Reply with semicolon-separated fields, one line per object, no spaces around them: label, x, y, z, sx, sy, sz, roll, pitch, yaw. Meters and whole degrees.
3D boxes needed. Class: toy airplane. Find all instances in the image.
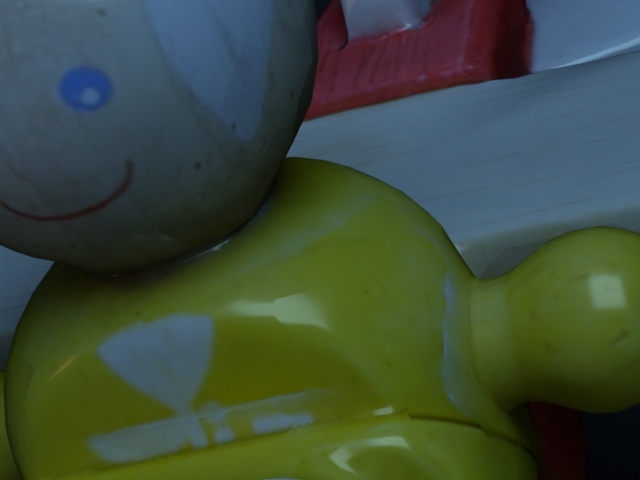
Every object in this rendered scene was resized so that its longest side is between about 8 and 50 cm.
toy airplane;0.000;0.000;0.454;0.386;0.272;0.384;-43;44;-12
